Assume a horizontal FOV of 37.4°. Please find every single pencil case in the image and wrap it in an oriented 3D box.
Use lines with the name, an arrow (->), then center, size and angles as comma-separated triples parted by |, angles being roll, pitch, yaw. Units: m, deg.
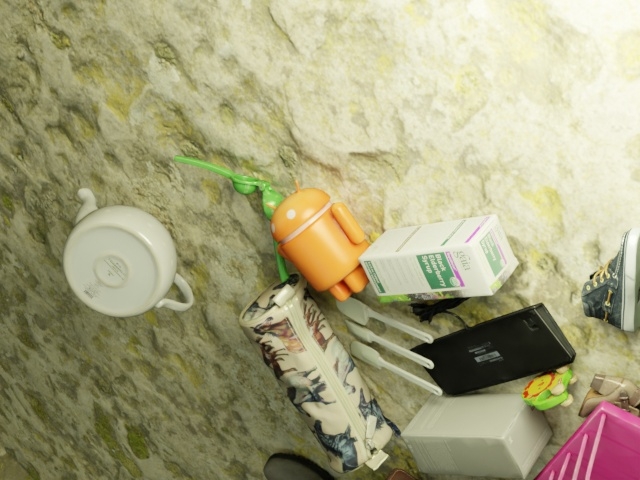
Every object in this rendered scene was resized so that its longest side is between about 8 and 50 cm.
pencil case -> -0.004, 0.257, 1.841 | 0.183, 0.160, 0.410 | -4, 120, 58

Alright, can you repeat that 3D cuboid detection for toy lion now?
toy lion -> 0.370, 0.245, 1.552 | 0.096, 0.100, 0.034 | -33, 101, 32

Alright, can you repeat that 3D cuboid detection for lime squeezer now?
lime squeezer -> -0.132, -0.074, 1.746 | 0.310, 0.059, 0.110 | 48, 127, 2

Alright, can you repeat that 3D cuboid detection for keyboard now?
keyboard -> 0.268, 0.161, 1.622 | 0.201, 0.033, 0.317 | 52, 140, -8

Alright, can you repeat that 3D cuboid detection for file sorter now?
file sorter -> 0.469, 0.443, 1.532 | 0.202, 0.182, 0.291 | 26, 139, 7

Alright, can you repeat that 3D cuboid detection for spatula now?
spatula -> 0.123, 0.192, 1.756 | 0.242, 0.019, 0.168 | 22, 133, 45

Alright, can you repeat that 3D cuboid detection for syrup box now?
syrup box -> 0.188, 0.032, 1.531 | 0.237, 0.096, 0.093 | -7, 117, 46

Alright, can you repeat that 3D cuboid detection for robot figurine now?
robot figurine -> -0.001, 0.001, 1.648 | 0.219, 0.128, 0.158 | 51, 172, -6

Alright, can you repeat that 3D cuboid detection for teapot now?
teapot -> -0.405, 0.031, 2.003 | 0.252, 0.187, 0.256 | 2, 110, 8

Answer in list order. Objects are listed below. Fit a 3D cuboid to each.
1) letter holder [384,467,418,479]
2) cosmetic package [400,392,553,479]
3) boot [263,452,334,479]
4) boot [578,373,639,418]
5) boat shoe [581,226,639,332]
letter holder -> 0.193, 0.651, 1.957 | 0.302, 0.214, 0.152 | 42, 139, 3
cosmetic package -> 0.278, 0.347, 1.697 | 0.238, 0.127, 0.107 | -6, 118, 46
boot -> -0.035, 0.639, 2.149 | 0.338, 0.223, 0.118 | 25, 137, 24
boot -> 0.470, 0.263, 1.521 | 0.087, 0.042, 0.118 | 24, 140, 19
boat shoe -> 0.421, 0.053, 1.363 | 0.083, 0.065, 0.183 | 16, 133, 30
